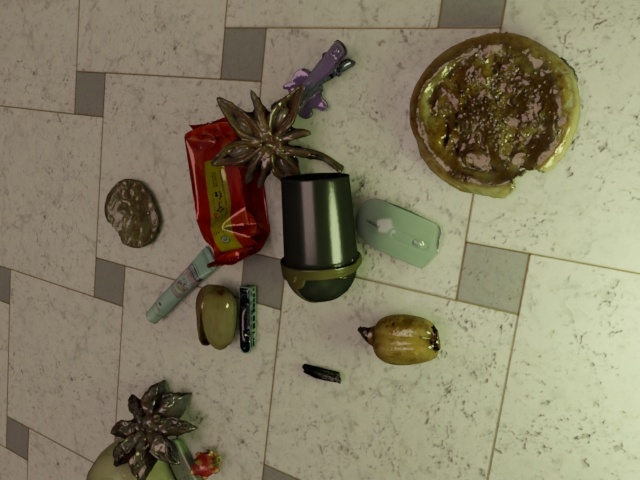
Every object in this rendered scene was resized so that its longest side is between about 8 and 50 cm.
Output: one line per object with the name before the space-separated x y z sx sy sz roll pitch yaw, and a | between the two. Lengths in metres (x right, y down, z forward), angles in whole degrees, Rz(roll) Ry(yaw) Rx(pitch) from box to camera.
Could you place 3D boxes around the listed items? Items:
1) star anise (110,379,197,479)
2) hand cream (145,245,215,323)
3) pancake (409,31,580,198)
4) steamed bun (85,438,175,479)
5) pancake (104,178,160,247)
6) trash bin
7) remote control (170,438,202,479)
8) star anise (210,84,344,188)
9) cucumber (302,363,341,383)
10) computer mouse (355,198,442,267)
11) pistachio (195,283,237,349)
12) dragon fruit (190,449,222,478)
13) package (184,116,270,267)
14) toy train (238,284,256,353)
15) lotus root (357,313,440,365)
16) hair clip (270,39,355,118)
star anise | -0.551 0.608 1.713 0.331 0.118 0.332 -9 55 13
hand cream | -0.449 0.153 1.710 0.331 0.058 0.085 -42 59 20
pancake | 0.393 -0.284 1.207 0.381 0.071 0.383 3 96 28
steamed bun | -0.662 0.848 1.788 0.333 0.233 0.312 39 112 18
pancake | -0.631 -0.090 1.784 0.236 0.042 0.223 33 104 18
trash bin | 0.000 0.000 1.353 0.214 0.214 0.334 5 104 27
remote control | -0.435 0.812 1.773 0.090 0.038 0.310 -34 80 27
star anise | -0.126 -0.259 1.409 0.349 0.109 0.293 -10 114 5
cucumber | 0.003 0.380 1.500 0.134 0.034 0.033 4 102 28
computer mouse | 0.192 -0.022 1.339 0.230 0.079 0.128 25 109 20
pistachio | -0.319 0.231 1.603 0.129 0.131 0.206 10 104 35
dragon fruit | -0.364 0.722 1.704 0.116 0.081 0.086 -13 79 29
package | -0.270 -0.142 1.541 0.195 0.123 0.424 -8 91 28
toy train | -0.221 0.239 1.596 0.043 0.047 0.208 5 98 28
lotus root | 0.199 0.251 1.339 0.220 0.118 0.125 -5 61 31
hair clip | -0.011 -0.415 1.406 0.278 0.090 0.137 -38 90 33
